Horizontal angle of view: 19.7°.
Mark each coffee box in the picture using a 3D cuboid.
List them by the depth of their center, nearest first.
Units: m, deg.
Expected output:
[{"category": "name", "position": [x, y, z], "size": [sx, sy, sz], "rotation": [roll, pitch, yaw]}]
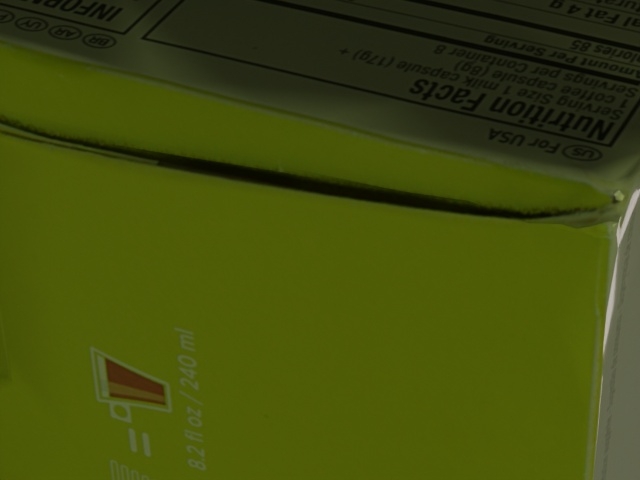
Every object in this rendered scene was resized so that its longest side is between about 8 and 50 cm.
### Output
[{"category": "coffee box", "position": [0.000, 0.000, 0.703], "size": [0.338, 0.334, 0.337], "rotation": [15, 129, 22]}]
